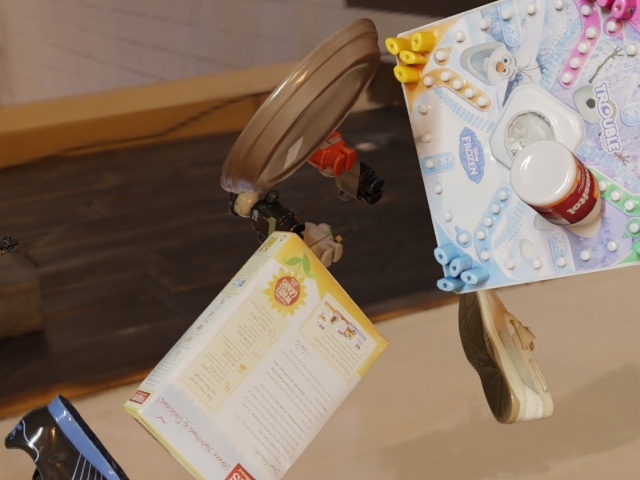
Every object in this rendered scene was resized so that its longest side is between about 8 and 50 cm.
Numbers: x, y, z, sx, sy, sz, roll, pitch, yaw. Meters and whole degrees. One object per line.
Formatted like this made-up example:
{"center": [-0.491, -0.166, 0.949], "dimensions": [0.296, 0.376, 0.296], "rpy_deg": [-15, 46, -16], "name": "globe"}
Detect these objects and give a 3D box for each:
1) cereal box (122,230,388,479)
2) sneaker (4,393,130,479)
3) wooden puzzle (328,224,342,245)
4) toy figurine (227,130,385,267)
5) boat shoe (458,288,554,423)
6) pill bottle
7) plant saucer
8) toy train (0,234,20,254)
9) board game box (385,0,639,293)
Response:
{"center": [-0.059, 0.133, 1.218], "dimensions": [0.173, 0.240, 0.047], "rpy_deg": [51, 158, -25], "name": "cereal box"}
{"center": [-0.289, 0.300, 1.487], "dimensions": [0.232, 0.090, 0.081], "rpy_deg": [57, 175, -12], "name": "sneaker"}
{"center": [0.000, 0.000, 2.231], "dimensions": [0.006, 0.083, 0.049], "rpy_deg": [-35, -67, -69], "name": "wooden puzzle"}
{"center": [-0.024, -0.078, 1.946], "dimensions": [0.148, 0.209, 0.213], "rpy_deg": [34, 92, 30], "name": "toy figurine"}
{"center": [0.319, 0.187, 2.112], "dimensions": [0.302, 0.098, 0.109], "rpy_deg": [-107, 25, -43], "name": "boat shoe"}
{"center": [0.306, -0.067, 1.555], "dimensions": [0.086, 0.152, 0.086], "rpy_deg": [-9, 72, 28], "name": "pill bottle"}
{"center": [-0.017, -0.156, 1.510], "dimensions": [0.041, 0.278, 0.278], "rpy_deg": [42, 148, 7], "name": "plant saucer"}
{"center": [-0.588, 0.016, 2.188], "dimensions": [0.027, 0.158, 0.036], "rpy_deg": [38, 102, 6], "name": "toy train"}
{"center": [0.285, -0.138, 1.656], "dimensions": [0.390, 0.050, 0.390], "rpy_deg": [-12, 91, 39], "name": "board game box"}
